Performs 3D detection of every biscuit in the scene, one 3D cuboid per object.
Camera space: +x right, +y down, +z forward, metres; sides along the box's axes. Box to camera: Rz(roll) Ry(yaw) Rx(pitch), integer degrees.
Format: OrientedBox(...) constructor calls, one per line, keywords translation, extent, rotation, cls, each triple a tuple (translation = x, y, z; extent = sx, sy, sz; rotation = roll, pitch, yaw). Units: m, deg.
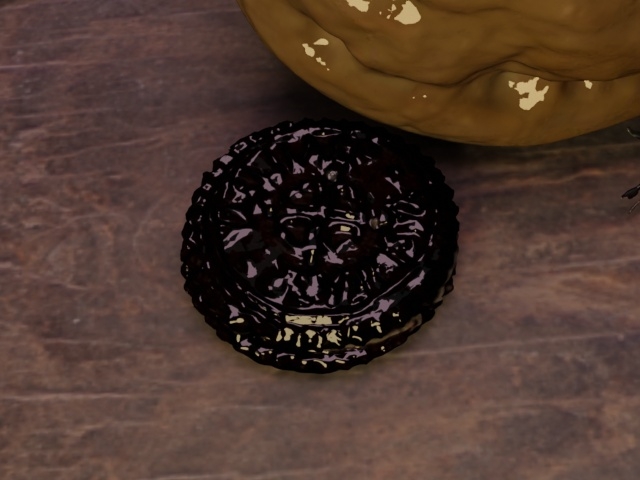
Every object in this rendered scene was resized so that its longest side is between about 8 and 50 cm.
OrientedBox(translation=(0.000, 0.000, 1.167), extent=(0.195, 0.053, 0.194), rotation=(-1, 56, 2), cls="biscuit")

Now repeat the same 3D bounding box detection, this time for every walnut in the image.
OrientedBox(translation=(0.119, -0.243, 1.155), extent=(0.384, 0.383, 0.383), rotation=(-2, 55, 2), cls="walnut")

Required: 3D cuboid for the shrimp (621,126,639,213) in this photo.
OrientedBox(translation=(0.280, -0.082, 1.192), extent=(0.190, 0.075, 0.073), rotation=(-40, 56, 0), cls="shrimp")
